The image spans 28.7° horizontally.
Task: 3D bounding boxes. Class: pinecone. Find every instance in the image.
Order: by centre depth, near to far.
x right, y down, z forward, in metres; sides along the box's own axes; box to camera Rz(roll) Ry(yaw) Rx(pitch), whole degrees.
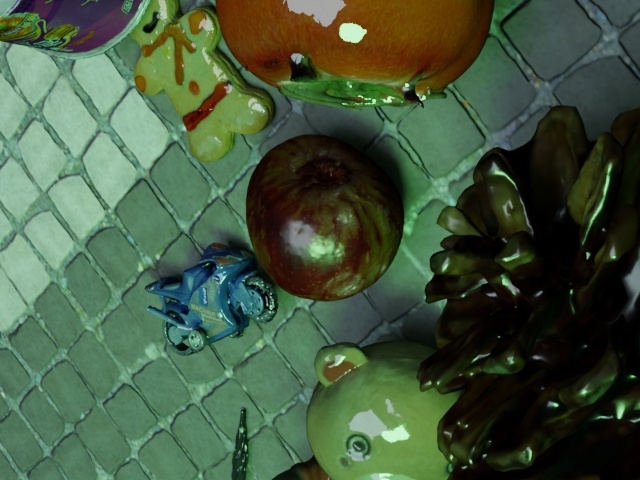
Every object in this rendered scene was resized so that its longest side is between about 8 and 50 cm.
[{"bbox_3d":[0.243,0.075,1.001,0.397,0.397,0.398,15,117,30],"label":"pinecone"}]

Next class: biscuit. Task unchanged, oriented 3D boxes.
[{"bbox_3d":[-0.157,-0.203,1.426,0.153,0.030,0.234,-32,89,38],"label":"biscuit"}]

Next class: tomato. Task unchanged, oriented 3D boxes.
[{"bbox_3d":[0.030,-0.226,1.136,0.255,0.255,0.225,0,92,36],"label":"tomato"}]

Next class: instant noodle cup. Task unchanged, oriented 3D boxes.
[{"bbox_3d":[-0.326,-0.321,1.352,0.251,0.190,0.251,4,99,25],"label":"instant noodle cup"}]

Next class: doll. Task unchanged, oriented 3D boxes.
[{"bbox_3d":[0.066,0.247,1.378,0.235,0.174,0.330,18,127,-6],"label":"doll"}]

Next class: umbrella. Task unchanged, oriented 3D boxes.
[{"bbox_3d":[-0.114,0.337,1.622,0.044,0.044,0.269,3,113,5],"label":"umbrella"}]

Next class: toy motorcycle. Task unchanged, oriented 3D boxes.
[{"bbox_3d":[-0.131,0.068,1.499,0.205,0.076,0.114,-25,85,42],"label":"toy motorcycle"}]

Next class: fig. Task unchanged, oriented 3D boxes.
[{"bbox_3d":[0.003,0.002,1.326,0.175,0.175,0.207,26,137,24],"label":"fig"}]
